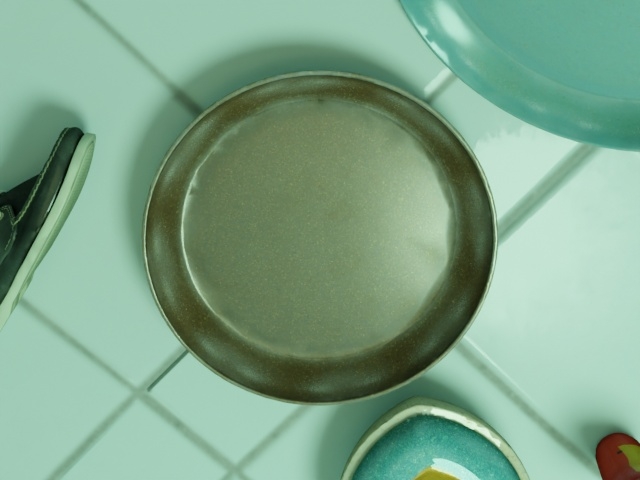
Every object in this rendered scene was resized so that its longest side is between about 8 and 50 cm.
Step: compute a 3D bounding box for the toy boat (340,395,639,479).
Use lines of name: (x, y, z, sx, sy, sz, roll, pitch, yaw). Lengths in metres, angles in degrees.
toy boat: (0.174, 0.261, 0.863, 0.318, 0.148, 0.267, -14, 109, 5)

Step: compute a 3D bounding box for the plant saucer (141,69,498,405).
plant saucer: (0.000, 0.000, 0.823, 0.311, 0.050, 0.310, 0, 110, 0)

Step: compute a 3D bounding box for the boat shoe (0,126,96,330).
boat shoe: (-0.271, -0.006, 0.799, 0.079, 0.084, 0.233, 33, 109, -12)

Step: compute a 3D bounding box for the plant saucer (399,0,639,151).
plant saucer: (0.193, -0.187, 0.661, 0.318, 0.318, 0.043, 40, 65, -13)
